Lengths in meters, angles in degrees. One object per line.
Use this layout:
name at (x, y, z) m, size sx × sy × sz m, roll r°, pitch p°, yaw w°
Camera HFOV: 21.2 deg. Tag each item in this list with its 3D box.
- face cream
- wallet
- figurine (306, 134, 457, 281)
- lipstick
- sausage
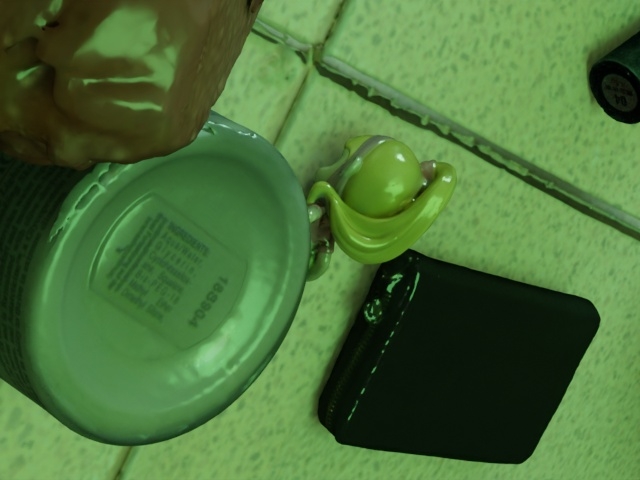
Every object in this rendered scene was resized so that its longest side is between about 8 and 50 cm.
face cream at (-0.114, 0.000, 0.887) m, size 0.177 × 0.153 × 0.177 m, roll -21°, pitch 123°, yaw -36°
wallet at (0.099, 0.089, 1.226) m, size 0.250 × 0.044 × 0.149 m, roll 13°, pitch 105°, yaw -48°
figurine at (0.000, 0.000, 1.064) m, size 0.187 × 0.083 × 0.083 m, roll -35°, pitch 133°, yaw -13°
lipstick at (0.296, -0.167, 1.277) m, size 0.234 × 0.053 × 0.053 m, roll -36°, pitch 132°, yaw -27°
sausage at (-0.092, -0.135, 0.784) m, size 0.280 × 0.152 × 0.152 m, roll -70°, pitch 156°, yaw -51°
